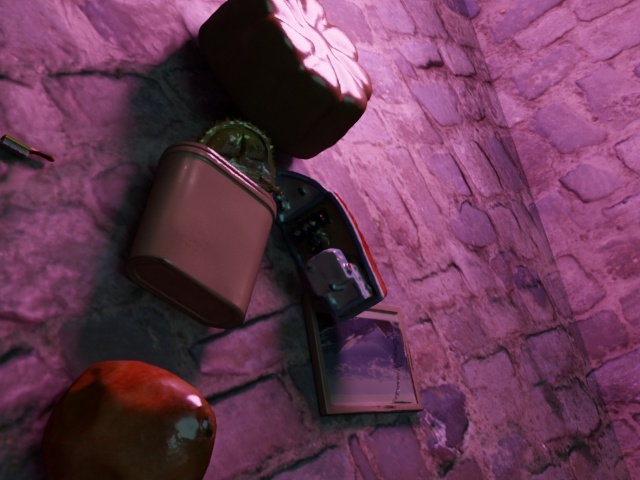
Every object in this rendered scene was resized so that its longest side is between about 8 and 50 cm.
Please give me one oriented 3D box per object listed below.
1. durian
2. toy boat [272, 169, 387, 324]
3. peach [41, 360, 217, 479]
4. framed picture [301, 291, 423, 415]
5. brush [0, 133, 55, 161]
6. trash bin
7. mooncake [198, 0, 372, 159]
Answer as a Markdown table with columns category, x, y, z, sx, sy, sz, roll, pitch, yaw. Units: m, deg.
| category | x | y | z | sx | sy | sz | roll | pitch | yaw |
| --- | --- | --- | --- | --- | --- | --- | --- | --- | --- |
| durian | -0.149 | -0.150 | 1.372 | 0.208 | 0.102 | 0.146 | 34 | 88 | -27 |
| toy boat | 0.000 | 0.000 | 1.444 | 0.332 | 0.145 | 0.133 | 62 | 22 | 12 |
| peach | -0.228 | 0.260 | 0.929 | 0.214 | 0.235 | 0.214 | 20 | 63 | -48 |
| framed picture | 0.095 | 0.244 | 1.533 | 0.335 | 0.022 | 0.247 | 14 | 59 | -48 |
| brush | -0.437 | -0.132 | 1.082 | 0.083 | 0.018 | 0.021 | 27 | 59 | -41 |
| trash bin | -0.197 | -0.006 | 1.234 | 0.243 | 0.121 | 0.247 | 37 | 47 | -33 |
| mooncake | -0.060 | -0.364 | 1.489 | 0.378 | 0.201 | 0.378 | 43 | 25 | -26 |
